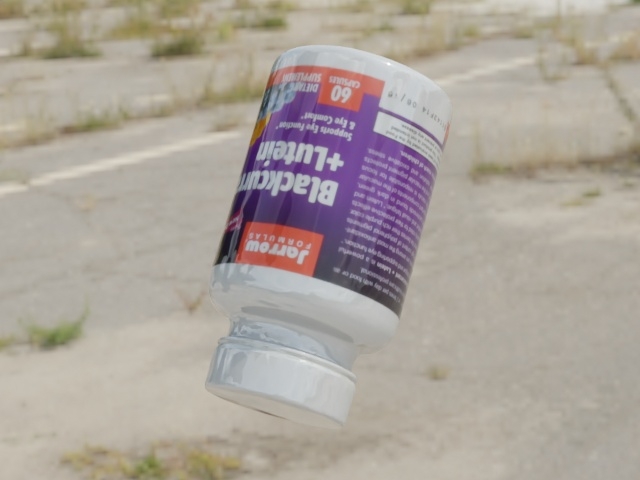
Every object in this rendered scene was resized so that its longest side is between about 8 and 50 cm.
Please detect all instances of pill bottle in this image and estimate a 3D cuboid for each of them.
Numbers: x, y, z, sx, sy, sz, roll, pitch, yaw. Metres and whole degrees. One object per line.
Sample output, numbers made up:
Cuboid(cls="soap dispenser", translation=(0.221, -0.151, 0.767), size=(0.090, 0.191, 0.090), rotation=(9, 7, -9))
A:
Cuboid(cls="pill bottle", translation=(0.000, 0.000, 0.826), size=(0.108, 0.194, 0.108), rotation=(14, -14, 4))
